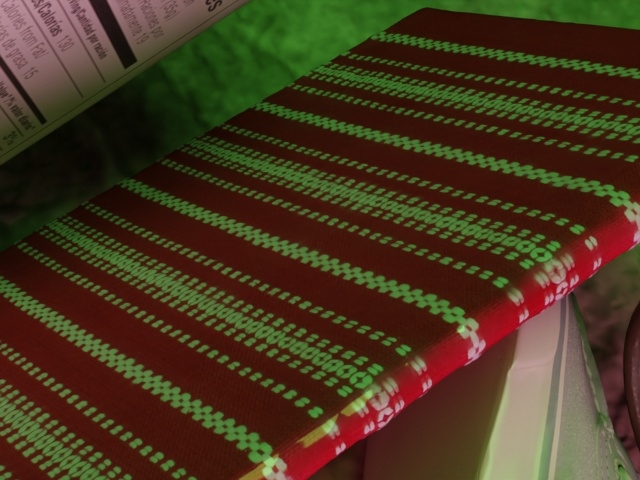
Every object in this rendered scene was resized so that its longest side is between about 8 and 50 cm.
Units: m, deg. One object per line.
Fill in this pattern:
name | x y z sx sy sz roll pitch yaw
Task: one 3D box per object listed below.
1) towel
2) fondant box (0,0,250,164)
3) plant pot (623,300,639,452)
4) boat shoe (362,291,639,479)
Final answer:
towel | 0.000 0.000 0.425 0.275 0.031 0.199 -32 27 -24
fondant box | -0.213 -0.095 0.422 0.330 0.096 0.238 -34 70 -7
plant pot | 0.214 0.023 0.405 0.230 0.215 0.215 -20 65 -18
boat shoe | 0.064 0.097 0.427 0.081 0.079 0.228 23 54 -25
